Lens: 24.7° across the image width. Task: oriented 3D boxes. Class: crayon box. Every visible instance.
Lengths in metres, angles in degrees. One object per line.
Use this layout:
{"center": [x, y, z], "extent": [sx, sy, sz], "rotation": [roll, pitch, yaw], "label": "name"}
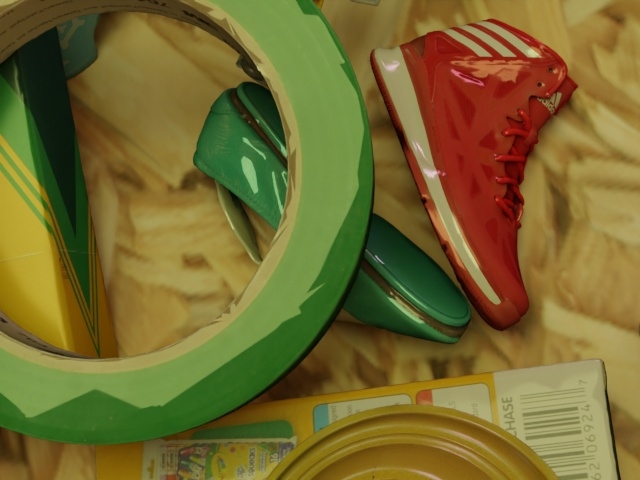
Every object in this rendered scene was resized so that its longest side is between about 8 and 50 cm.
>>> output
{"center": [-0.346, -0.012, 1.004], "extent": [0.362, 0.106, 0.313], "rotation": [-12, 85, 8], "label": "crayon box"}
{"center": [0.028, 0.198, 0.904], "extent": [0.322, 0.083, 0.203], "rotation": [-8, 70, 8], "label": "crayon box"}

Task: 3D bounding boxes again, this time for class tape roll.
{"center": [-0.127, -0.038, 0.889], "extent": [0.321, 0.077, 0.321], "rotation": [0, 86, 3], "label": "tape roll"}

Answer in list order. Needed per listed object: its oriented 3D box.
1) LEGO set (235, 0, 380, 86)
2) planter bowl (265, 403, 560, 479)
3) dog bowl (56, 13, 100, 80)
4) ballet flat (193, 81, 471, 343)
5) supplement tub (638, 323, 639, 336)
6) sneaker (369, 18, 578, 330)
{"center": [0.019, -0.233, 0.973], "extent": [0.287, 0.132, 0.107], "rotation": [-51, 45, 24], "label": "LEGO set"}
{"center": [0.043, 0.189, 0.811], "extent": [0.217, 0.090, 0.217], "rotation": [-4, 71, 11], "label": "planter bowl"}
{"center": [-0.183, -0.242, 1.104], "extent": [0.297, 0.074, 0.166], "rotation": [-40, 69, -2], "label": "dog bowl"}
{"center": [0.000, 0.000, 0.989], "extent": [0.247, 0.083, 0.087], "rotation": [48, 116, 22], "label": "ballet flat"}
{"center": [0.330, -0.014, 0.854], "extent": [0.191, 0.191, 0.272], "rotation": [32, 81, 20], "label": "supplement tub"}
{"center": [0.123, -0.059, 0.971], "extent": [0.128, 0.087, 0.221], "rotation": [-23, 70, 5], "label": "sneaker"}
